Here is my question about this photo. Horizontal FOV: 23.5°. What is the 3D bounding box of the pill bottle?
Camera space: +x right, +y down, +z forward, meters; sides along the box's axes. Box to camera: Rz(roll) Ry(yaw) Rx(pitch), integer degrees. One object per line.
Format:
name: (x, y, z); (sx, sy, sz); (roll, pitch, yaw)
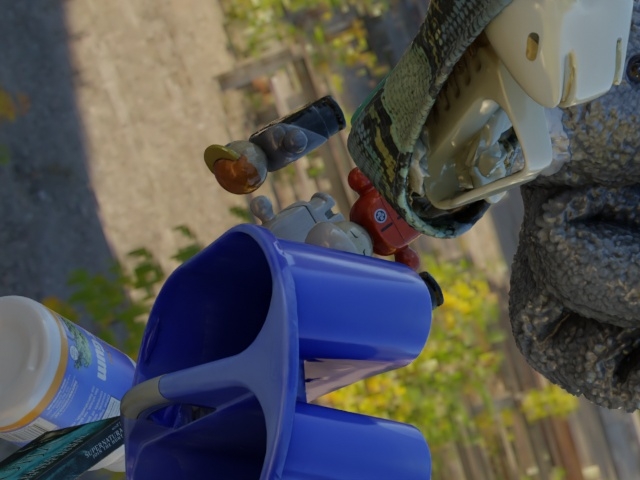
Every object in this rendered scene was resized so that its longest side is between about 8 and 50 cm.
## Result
pill bottle: (-0.293, 0.177, 1.767); (0.272, 0.152, 0.152); (41, 35, -55)

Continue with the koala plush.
koala plush: (0.146, -0.046, 0.772); (0.221, 0.203, 0.196); (54, 43, -23)

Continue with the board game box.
board game box: (-0.277, 0.223, 1.436); (0.186, 0.126, 0.026); (-34, 104, -50)

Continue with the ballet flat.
ballet flat: (0.064, -0.058, 0.484); (0.188, 0.070, 0.070); (119, -36, -60)

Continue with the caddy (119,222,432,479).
caddy: (-0.057, 0.125, 1.147); (0.179, 0.341, 0.241); (10, 71, -22)

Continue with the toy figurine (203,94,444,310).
toy figurine: (0.000, 0.000, 1.376); (0.209, 0.148, 0.213); (39, -32, 28)
